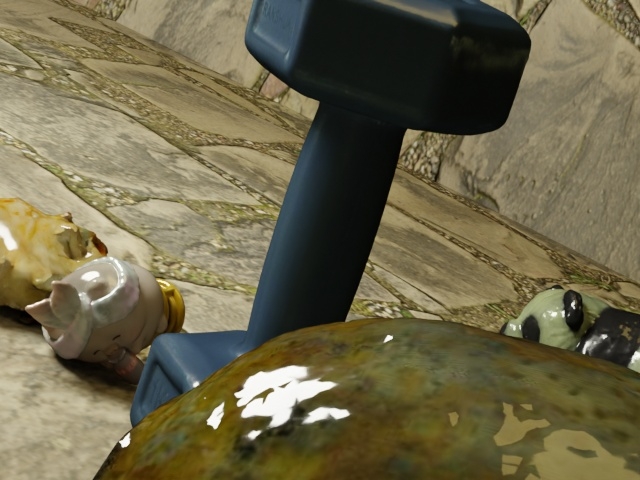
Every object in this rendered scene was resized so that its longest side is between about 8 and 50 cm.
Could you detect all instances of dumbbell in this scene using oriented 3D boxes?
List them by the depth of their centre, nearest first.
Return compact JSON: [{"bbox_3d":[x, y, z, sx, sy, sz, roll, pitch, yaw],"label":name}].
[{"bbox_3d":[0.000,0.000,0.943,0.144,0.316,0.156,27,16,33],"label":"dumbbell"}]

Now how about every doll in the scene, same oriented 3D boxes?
[{"bbox_3d":[-0.137,0.055,1.067,0.127,0.073,0.084,5,60,-61],"label":"doll"},{"bbox_3d":[0.273,0.128,1.485,0.234,0.135,0.143,26,7,25],"label":"doll"}]

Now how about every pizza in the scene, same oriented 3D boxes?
[{"bbox_3d":[-0.265,-0.009,1.065,0.288,0.074,0.251,23,13,-5],"label":"pizza"}]

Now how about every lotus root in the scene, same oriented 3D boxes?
[{"bbox_3d":[0.076,0.163,0.583,0.346,0.250,0.250,22,9,13],"label":"lotus root"}]
